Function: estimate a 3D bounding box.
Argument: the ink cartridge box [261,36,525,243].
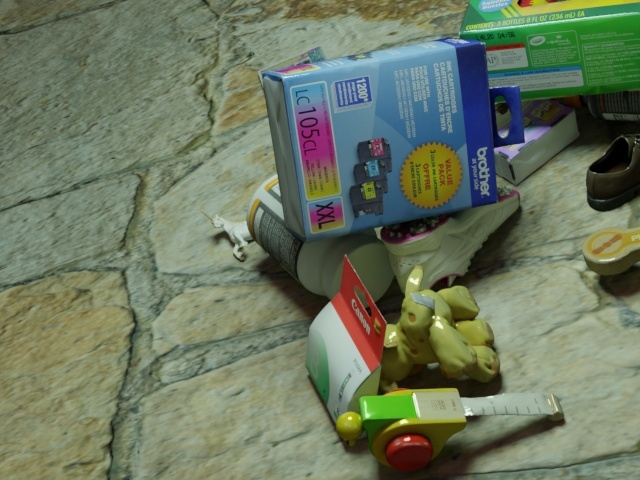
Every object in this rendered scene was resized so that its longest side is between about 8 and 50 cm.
[{"bbox_3d":[0.127,-0.172,1.705,0.395,0.270,0.151,-13,17,-15],"label":"ink cartridge box"}]

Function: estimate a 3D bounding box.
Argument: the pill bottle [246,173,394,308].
[{"bbox_3d":[0.000,0.000,1.865,0.162,0.162,0.278,-36,43,-13],"label":"pill bottle"}]

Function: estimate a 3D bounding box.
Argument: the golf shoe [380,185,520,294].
[{"bbox_3d":[0.227,-0.005,1.814,0.306,0.140,0.115,-23,22,-33],"label":"golf shoe"}]

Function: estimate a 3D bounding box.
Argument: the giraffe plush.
[{"bbox_3d":[0.147,0.162,1.642,0.170,0.210,0.181,-39,37,28],"label":"giraffe plush"}]

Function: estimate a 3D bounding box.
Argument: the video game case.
[{"bbox_3d":[-0.055,-0.370,2.388,0.157,0.019,0.143,-23,41,3],"label":"video game case"}]

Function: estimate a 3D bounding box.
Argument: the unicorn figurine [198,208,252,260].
[{"bbox_3d":[-0.143,-0.018,2.037,0.162,0.060,0.111,-10,40,-8],"label":"unicorn figurine"}]

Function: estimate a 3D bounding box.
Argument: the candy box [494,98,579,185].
[{"bbox_3d":[0.353,-0.210,1.990,0.165,0.070,0.196,-37,43,-14],"label":"candy box"}]

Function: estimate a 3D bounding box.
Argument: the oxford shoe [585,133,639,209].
[{"bbox_3d":[0.549,-0.146,1.813,0.227,0.096,0.083,-34,40,-14],"label":"oxford shoe"}]

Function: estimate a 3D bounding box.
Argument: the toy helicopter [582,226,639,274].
[{"bbox_3d":[0.582,-0.028,1.646,0.355,0.140,0.235,-14,40,15],"label":"toy helicopter"}]

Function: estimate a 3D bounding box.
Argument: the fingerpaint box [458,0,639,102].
[{"bbox_3d":[0.502,-0.426,1.885,0.445,0.163,0.371,-2,41,23],"label":"fingerpaint box"}]

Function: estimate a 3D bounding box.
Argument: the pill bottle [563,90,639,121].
[{"bbox_3d":[0.566,-0.279,1.917,0.246,0.130,0.130,7,50,30],"label":"pill bottle"}]

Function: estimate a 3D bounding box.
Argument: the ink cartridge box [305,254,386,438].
[{"bbox_3d":[0.036,0.164,1.631,0.056,0.224,0.181,-9,37,-18],"label":"ink cartridge box"}]

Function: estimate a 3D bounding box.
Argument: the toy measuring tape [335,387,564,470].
[{"bbox_3d":[0.184,0.276,1.560,0.330,0.121,0.121,-1,41,-8],"label":"toy measuring tape"}]
